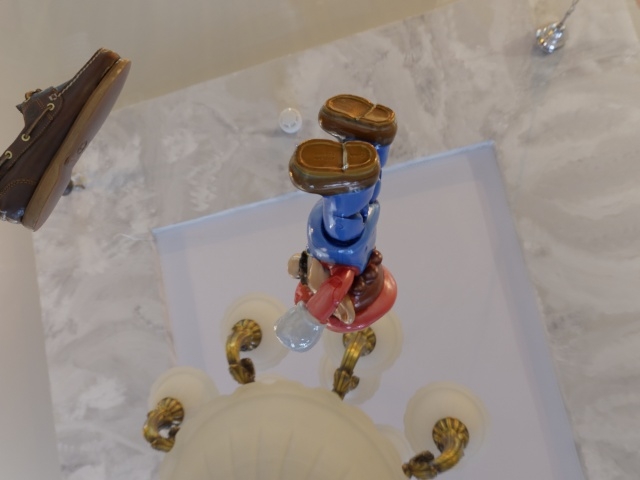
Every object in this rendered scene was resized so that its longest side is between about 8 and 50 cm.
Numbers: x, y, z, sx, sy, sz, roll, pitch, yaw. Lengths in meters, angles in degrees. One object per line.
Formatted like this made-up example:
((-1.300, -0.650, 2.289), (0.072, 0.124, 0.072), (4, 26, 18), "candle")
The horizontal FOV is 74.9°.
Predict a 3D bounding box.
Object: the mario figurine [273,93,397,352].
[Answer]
((0.000, 0.000, 0.505), (0.197, 0.321, 0.170), (-28, -128, -22), "mario figurine")

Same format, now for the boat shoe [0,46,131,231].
((-0.271, -0.114, 0.422), (0.073, 0.073, 0.207), (30, -101, -18), "boat shoe")
